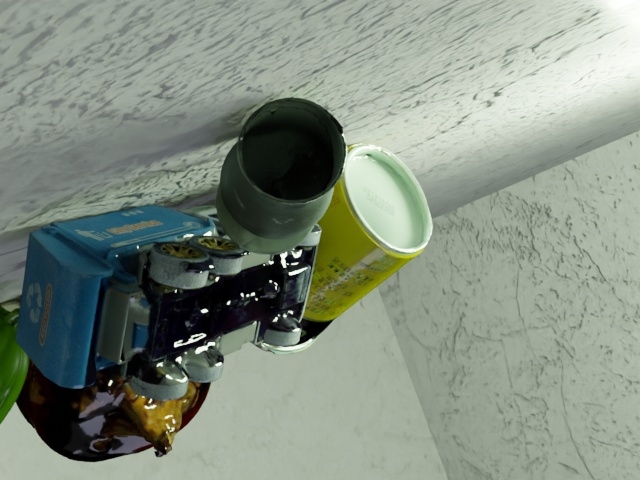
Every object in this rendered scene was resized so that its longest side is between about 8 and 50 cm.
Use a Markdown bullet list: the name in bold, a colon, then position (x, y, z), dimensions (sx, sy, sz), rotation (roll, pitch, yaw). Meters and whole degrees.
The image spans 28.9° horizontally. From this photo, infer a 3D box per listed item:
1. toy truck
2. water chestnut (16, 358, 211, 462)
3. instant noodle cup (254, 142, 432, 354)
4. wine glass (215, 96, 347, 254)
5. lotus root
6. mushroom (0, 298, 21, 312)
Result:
- **toy truck**: position (-0.145, 0.046, 1.259), dimensions (0.175, 0.146, 0.367), rotation (21, -163, 26)
- **water chestnut**: position (-0.319, 0.223, 2.018), dimensions (0.335, 0.335, 0.347), rotation (-19, -148, -24)
- **instant noodle cup**: position (0.000, 0.000, 1.501), dimensions (0.236, 0.215, 0.215), rotation (-33, 169, 38)
- **wine glass**: position (-0.036, -0.053, 1.087), dimensions (0.103, 0.103, 0.231), rotation (-19, 175, -11)
- **lotus root**: position (-0.433, 0.141, 1.570), dimensions (0.186, 0.186, 0.186), rotation (-20, 177, -1)
- **mushroom**: position (-0.420, 0.125, 1.781), dimensions (0.278, 0.096, 0.099), rotation (-13, 173, -36)
